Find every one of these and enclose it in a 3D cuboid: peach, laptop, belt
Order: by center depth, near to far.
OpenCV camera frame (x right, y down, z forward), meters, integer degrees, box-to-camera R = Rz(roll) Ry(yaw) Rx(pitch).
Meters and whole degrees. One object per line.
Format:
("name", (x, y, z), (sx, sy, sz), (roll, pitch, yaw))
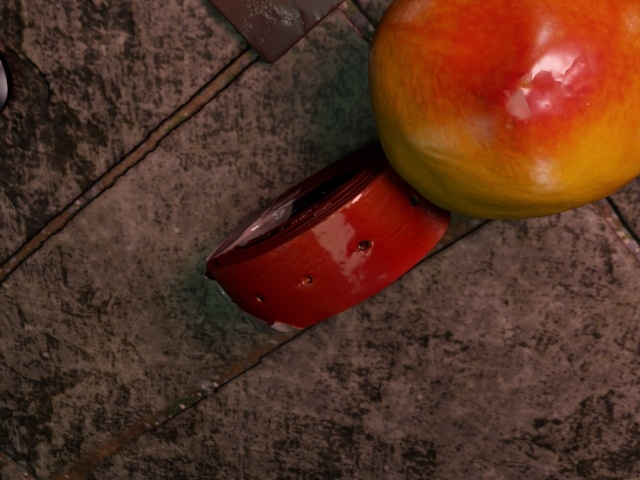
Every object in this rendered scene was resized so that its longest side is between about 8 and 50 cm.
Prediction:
("peach", (0.197, -0.158, 0.831), (0.289, 0.289, 0.308), (26, 164, -1))
("laptop", (-0.077, -0.324, 0.995), (0.154, 0.026, 0.207), (-35, 105, 32))
("belt", (0.000, 0.000, 1.048), (0.323, 0.227, 0.115), (-25, 108, 38))

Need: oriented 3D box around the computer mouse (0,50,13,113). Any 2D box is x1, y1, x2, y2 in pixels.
("computer mouse", (-0.513, -0.244, 1.119), (0.233, 0.096, 0.137), (44, 122, -14))
